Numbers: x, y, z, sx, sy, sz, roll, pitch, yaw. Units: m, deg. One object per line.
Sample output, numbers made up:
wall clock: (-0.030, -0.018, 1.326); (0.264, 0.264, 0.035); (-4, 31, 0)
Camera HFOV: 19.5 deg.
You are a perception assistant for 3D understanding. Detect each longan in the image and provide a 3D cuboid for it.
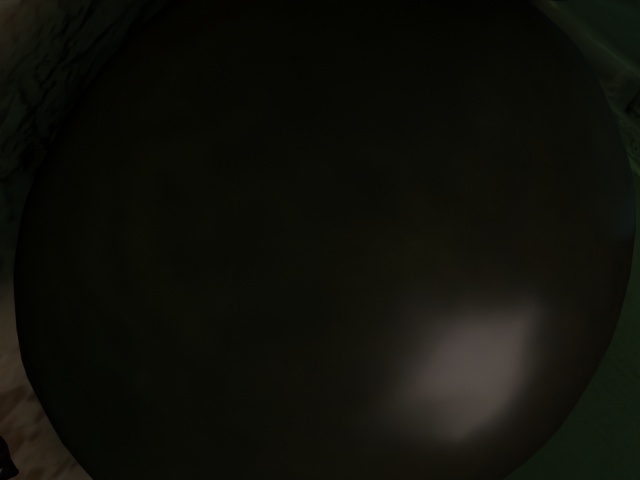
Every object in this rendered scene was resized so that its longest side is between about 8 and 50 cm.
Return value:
longan: (0.000, 0.000, 0.612); (0.212, 0.198, 0.198); (-24, 155, -4)

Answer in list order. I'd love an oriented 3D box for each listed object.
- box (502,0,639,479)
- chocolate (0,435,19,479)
box: (0.154, 0.119, 0.882); (0.344, 0.352, 0.177); (-54, 158, 19)
chocolate: (-0.151, 0.102, 0.651); (0.329, 0.065, 0.102); (81, 21, -62)
